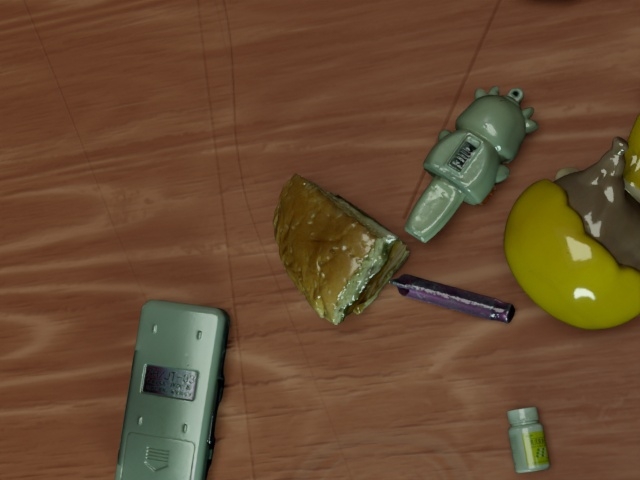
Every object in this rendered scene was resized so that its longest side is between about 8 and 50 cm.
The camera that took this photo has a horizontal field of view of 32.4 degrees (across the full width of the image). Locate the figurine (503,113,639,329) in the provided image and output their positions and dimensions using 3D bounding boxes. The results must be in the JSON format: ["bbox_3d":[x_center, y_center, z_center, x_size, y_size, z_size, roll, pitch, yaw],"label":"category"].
[{"bbox_3d":[0.385,-0.051,1.421,0.215,0.187,0.343,36,85,5],"label":"figurine"}]

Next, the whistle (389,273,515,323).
[{"bbox_3d":[0.181,0.079,1.524,0.177,0.033,0.033,16,86,17],"label":"whistle"}]

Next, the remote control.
[{"bbox_3d":[-0.212,0.238,1.595,0.140,0.056,0.296,6,84,18],"label":"remote control"}]

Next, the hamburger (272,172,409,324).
[{"bbox_3d":[0.000,0.000,1.535,0.208,0.135,0.155,43,92,19],"label":"hamburger"}]

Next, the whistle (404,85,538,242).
[{"bbox_3d":[0.204,-0.106,1.512,0.102,0.106,0.253,29,82,48],"label":"whistle"}]

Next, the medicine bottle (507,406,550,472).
[{"bbox_3d":[0.274,0.264,1.460,0.047,0.047,0.083,-11,79,14],"label":"medicine bottle"}]
